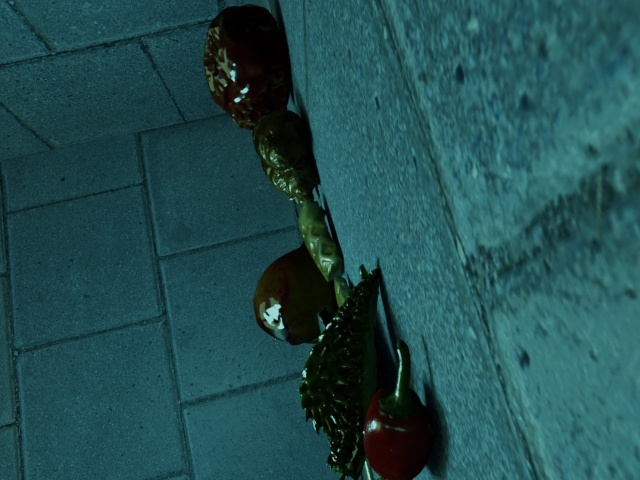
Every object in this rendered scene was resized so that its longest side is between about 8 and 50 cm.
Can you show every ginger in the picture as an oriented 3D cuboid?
[{"bbox_3d":[-0.102,-0.234,1.412,0.357,0.152,0.275,88,168,-79],"label":"ginger"}]

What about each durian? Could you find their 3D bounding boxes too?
[{"bbox_3d":[0.033,0.220,0.757,0.132,0.106,0.376,1,-83,-70],"label":"durian"}]

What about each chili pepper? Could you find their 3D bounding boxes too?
[{"bbox_3d":[0.100,0.267,0.689,0.368,0.091,0.137,86,176,-59],"label":"chili pepper"}]

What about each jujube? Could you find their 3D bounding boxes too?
[{"bbox_3d":[-0.215,-0.510,1.474,0.377,0.276,0.277,115,143,-64],"label":"jujube"}]

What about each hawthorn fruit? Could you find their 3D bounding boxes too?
[{"bbox_3d":[-0.071,0.194,1.642,0.308,0.325,0.308,33,-169,-8],"label":"hawthorn fruit"}]

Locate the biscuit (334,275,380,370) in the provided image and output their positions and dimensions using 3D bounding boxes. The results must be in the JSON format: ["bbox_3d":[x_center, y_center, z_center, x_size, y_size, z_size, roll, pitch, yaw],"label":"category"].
[{"bbox_3d":[0.076,0.187,1.083,0.299,0.045,0.154,-117,13,-76],"label":"biscuit"}]

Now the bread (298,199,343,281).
[{"bbox_3d":[0.000,0.000,1.296,0.128,0.087,0.232,69,180,-57],"label":"bread"}]

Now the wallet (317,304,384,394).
[{"bbox_3d":[0.066,0.285,0.996,0.191,0.046,0.379,48,164,30],"label":"wallet"}]

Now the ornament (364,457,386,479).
[{"bbox_3d":[0.177,0.762,1.431,0.230,0.061,0.245,80,179,-57],"label":"ornament"}]
